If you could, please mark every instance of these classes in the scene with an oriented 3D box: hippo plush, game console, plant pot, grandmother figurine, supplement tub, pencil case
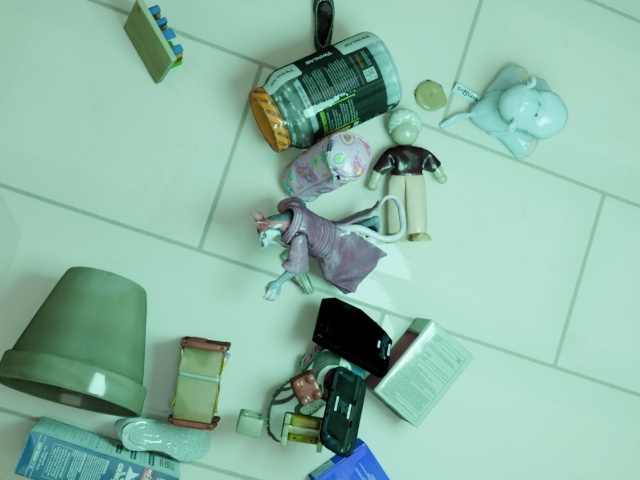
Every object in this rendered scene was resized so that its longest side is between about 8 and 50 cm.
[{"bbox_3d":[0.509,-0.358,2.004,0.294,0.236,0.234,22,84,-10],"label":"hippo plush"},{"bbox_3d":[0.058,0.318,1.837,0.213,0.044,0.361,32,52,-25],"label":"game console"},{"bbox_3d":[-0.520,0.222,1.767,0.323,0.323,0.280,18,68,-10],"label":"plant pot"},{"bbox_3d":[0.226,-0.167,2.013,0.208,0.104,0.342,-4,91,-20],"label":"grandmother figurine"},{"bbox_3d":[0.010,-0.356,1.920,0.338,0.207,0.207,-26,93,-12],"label":"supplement tub"},{"bbox_3d":[0.010,-0.171,1.874,0.124,0.284,0.124,4,80,-25],"label":"pencil case"}]

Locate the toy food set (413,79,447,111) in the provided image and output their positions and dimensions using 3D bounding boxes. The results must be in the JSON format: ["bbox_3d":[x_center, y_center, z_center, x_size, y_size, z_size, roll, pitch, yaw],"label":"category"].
[{"bbox_3d":[0.290,-0.381,2.072,0.083,0.020,0.082,-27,93,-11],"label":"toy food set"}]

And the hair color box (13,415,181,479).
[{"bbox_3d":[-0.502,0.519,1.801,0.347,0.174,0.105,21,85,-10],"label":"hair color box"}]

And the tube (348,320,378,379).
[{"bbox_3d":[0.091,0.299,1.994,0.080,0.052,0.207,19,88,-6],"label":"tube"}]

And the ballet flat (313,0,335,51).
[{"bbox_3d":[0.012,-0.565,2.008,0.058,0.049,0.173,1,88,-12],"label":"ballet flat"}]

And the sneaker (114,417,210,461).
[{"bbox_3d":[-0.375,0.465,1.879,0.235,0.095,0.090,24,78,-29],"label":"sneaker"}]

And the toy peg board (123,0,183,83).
[{"bbox_3d":[-0.382,-0.484,1.879,0.079,0.161,0.161,-32,94,-26],"label":"toy peg board"}]

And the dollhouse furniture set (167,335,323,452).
[{"bbox_3d":[-0.162,0.358,1.861,0.374,0.152,0.201,11,86,-2],"label":"dollhouse furniture set"}]

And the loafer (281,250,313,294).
[{"bbox_3d":[-0.057,0.082,1.978,0.039,0.045,0.125,-25,86,5],"label":"loafer"}]

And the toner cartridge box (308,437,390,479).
[{"bbox_3d":[0.133,0.688,1.972,0.165,0.075,0.347,-33,94,-10],"label":"toner cartridge box"}]

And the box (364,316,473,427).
[{"bbox_3d":[0.243,0.328,1.981,0.149,0.127,0.232,43,80,-7],"label":"box"}]

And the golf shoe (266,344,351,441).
[{"bbox_3d":[-0.033,0.379,1.918,0.105,0.120,0.272,36,83,-33],"label":"golf shoe"}]

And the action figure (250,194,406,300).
[{"bbox_3d":[0.000,0.000,1.850,0.370,0.276,0.248,20,51,-42],"label":"action figure"}]
